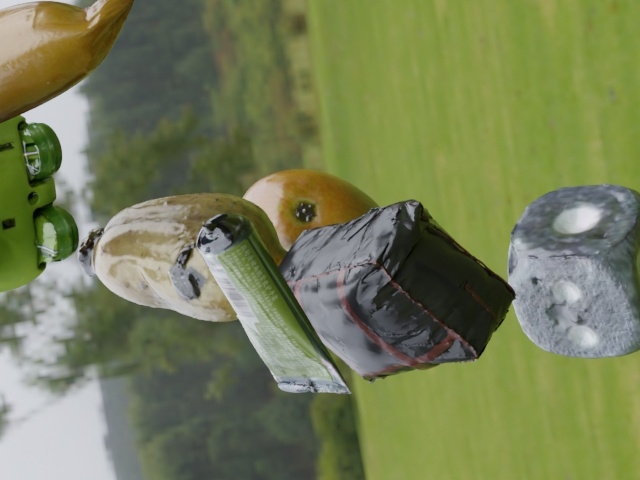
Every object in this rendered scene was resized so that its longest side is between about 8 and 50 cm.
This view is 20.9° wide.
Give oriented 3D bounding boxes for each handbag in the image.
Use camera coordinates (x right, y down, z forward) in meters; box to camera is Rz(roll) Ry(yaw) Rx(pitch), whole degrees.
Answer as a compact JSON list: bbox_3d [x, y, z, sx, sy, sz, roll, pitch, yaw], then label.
[{"bbox_3d":[0.074,0.056,1.768,0.169,0.155,0.215,47,150,-18],"label":"handbag"}]

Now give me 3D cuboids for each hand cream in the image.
[{"bbox_3d":[-0.051,0.063,1.658,0.055,0.086,0.235,-57,-48,-35],"label":"hand cream"}]

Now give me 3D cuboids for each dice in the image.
[{"bbox_3d":[0.364,0.041,2.344,0.182,0.181,0.183,-60,-42,-44],"label":"dice"}]

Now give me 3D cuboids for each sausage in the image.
[{"bbox_3d":[-0.305,-0.169,1.663,0.112,0.328,0.112,-22,-90,-80],"label":"sausage"}]

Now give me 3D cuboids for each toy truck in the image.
[{"bbox_3d":[-0.368,-0.055,1.824,0.211,0.148,0.187,31,127,40],"label":"toy truck"}]

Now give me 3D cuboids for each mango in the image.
[{"bbox_3d":[0.000,0.000,2.543,0.317,0.211,0.172,34,-126,-63],"label":"mango"}]

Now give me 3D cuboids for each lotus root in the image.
[{"bbox_3d":[-0.140,0.015,1.910,0.154,0.257,0.140,-57,-29,-70],"label":"lotus root"}]
